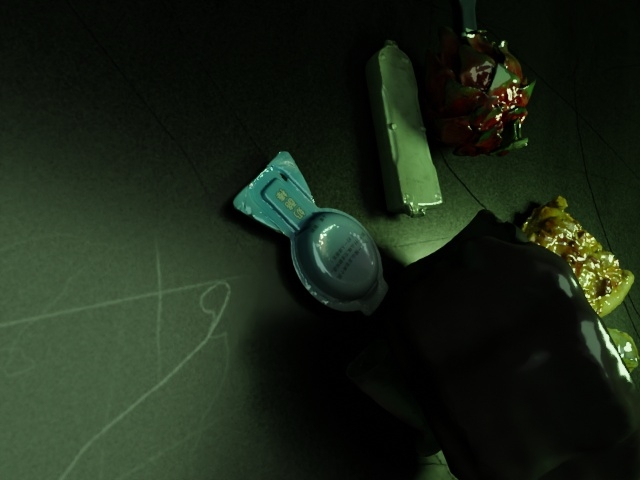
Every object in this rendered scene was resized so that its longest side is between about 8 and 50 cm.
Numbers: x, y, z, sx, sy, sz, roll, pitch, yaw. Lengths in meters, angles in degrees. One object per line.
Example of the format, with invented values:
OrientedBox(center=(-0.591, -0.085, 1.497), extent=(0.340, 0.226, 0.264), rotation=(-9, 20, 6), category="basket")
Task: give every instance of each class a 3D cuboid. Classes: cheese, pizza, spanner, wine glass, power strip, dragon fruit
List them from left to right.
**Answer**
OrientedBox(center=(0.000, 0.000, 0.800), extent=(0.244, 0.052, 0.135), rotation=(46, 57, -11), category="cheese")
OrientedBox(center=(0.122, -0.172, 0.919), extent=(0.080, 0.048, 0.286), rotation=(-2, 78, -33), category="power strip")
OrientedBox(center=(0.109, 0.212, 0.794), extent=(0.155, 0.073, 0.073), rotation=(51, 58, -9), category="wine glass")
OrientedBox(center=(0.262, -0.368, 1.070), extent=(0.087, 0.024, 0.315), rotation=(8, 74, -27), category="spanner")
OrientedBox(center=(0.242, -0.225, 0.934), extent=(0.182, 0.182, 0.188), rotation=(21, 73, -24), category="dragon fruit")
OrientedBox(center=(0.415, 0.030, 1.016), extent=(0.335, 0.086, 0.226), rotation=(5, 76, -27), category="pizza")

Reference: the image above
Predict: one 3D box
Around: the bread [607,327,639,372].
OrientedBox(center=(0.397, 0.184, 0.961), extent=(0.269, 0.098, 0.087), rotation=(9, 31, -29), category="bread")

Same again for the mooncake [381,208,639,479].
OrientedBox(center=(0.215, 0.147, 0.708), extent=(0.212, 0.381, 0.350), rotation=(-34, 79, 8), category="mooncake")
